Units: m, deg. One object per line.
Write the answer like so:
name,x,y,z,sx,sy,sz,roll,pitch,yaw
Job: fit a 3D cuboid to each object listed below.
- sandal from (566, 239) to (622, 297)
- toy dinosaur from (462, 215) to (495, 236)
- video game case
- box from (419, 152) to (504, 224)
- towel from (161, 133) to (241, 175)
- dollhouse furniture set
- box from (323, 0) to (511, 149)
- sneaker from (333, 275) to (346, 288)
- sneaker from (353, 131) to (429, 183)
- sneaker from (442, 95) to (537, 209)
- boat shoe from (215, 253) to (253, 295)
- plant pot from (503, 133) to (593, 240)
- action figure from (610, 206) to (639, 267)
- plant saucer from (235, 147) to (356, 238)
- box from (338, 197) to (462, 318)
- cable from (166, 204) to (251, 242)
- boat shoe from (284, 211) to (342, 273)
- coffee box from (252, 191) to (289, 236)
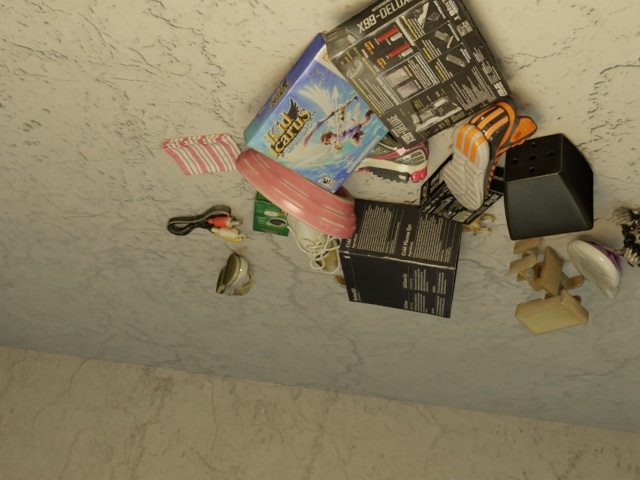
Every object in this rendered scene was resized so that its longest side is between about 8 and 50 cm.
sandal,0.777,0.057,1.910,0.169,0.102,0.416,44,-175,24
toy dinosaur,0.426,-0.048,1.882,0.092,0.053,0.183,13,153,-6
video game case,0.014,-0.256,1.452,0.244,0.061,0.269,27,117,-31
box,0.351,-0.125,1.726,0.147,0.077,0.180,15,152,-12
towel,-0.294,-0.216,1.783,0.197,0.029,0.144,-3,152,20
dollhouse furniture set,0.654,0.124,1.919,0.212,0.242,0.161,39,142,-21
box,0.190,-0.330,1.303,0.242,0.076,0.307,-27,140,22
sneaker,0.072,0.149,2.384,0.083,0.032,0.037,29,146,-34
sneaker,0.107,-0.220,1.598,0.299,0.121,0.112,11,119,16
sneaker,0.373,-0.188,1.488,0.180,0.124,0.321,-36,162,-10
boat shoe,-0.279,0.124,2.361,0.103,0.113,0.302,14,163,-14
plant pot,0.508,-0.134,1.576,0.187,0.188,0.167,-9,135,30
action figure,0.803,-0.021,1.726,0.141,0.164,0.276,-6,146,-15
plant saucer,-0.042,-0.131,1.650,0.332,0.332,0.084,27,106,-32
box,0.234,0.056,1.971,0.312,0.179,0.343,8,153,11
cable,-0.356,-0.045,2.085,0.287,0.072,0.139,-1,146,18
boat shoe,-0.008,0.003,1.952,0.136,0.156,0.367,-18,151,1
coffee box,-0.137,-0.076,1.996,0.113,0.040,0.184,9,152,-2
